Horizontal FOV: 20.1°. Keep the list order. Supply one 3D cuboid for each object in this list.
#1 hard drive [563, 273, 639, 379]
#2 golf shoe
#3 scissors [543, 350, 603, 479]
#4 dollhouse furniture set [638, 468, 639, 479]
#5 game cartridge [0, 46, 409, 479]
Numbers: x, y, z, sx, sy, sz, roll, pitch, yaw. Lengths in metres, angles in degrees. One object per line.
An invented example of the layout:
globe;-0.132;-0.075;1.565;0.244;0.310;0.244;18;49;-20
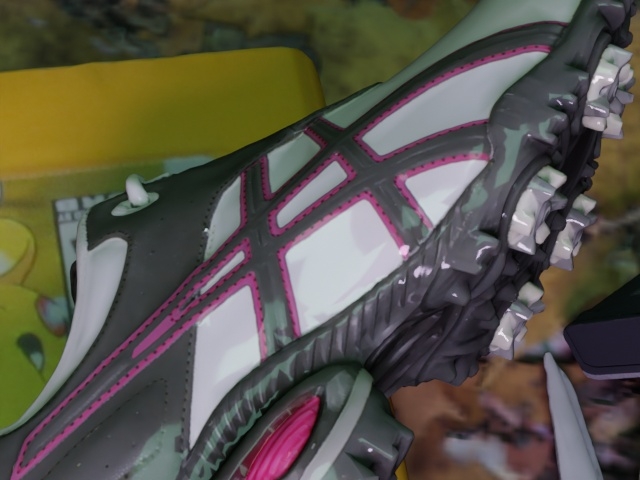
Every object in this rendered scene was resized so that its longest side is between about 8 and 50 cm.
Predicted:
hard drive;0.152;-0.002;0.568;0.135;0.094;0.022;-33;97;-24
golf shoe;0.000;0.000;0.488;0.120;0.105;0.273;27;59;17
scissors;0.088;0.164;0.496;0.109;0.021;0.297;-17;62;-17
dollhouse furniture set;0.180;0.139;0.428;0.197;0.151;0.301;15;53;-1
game cartridge;-0.110;0.096;0.499;0.285;0.053;0.324;-7;58;-11
